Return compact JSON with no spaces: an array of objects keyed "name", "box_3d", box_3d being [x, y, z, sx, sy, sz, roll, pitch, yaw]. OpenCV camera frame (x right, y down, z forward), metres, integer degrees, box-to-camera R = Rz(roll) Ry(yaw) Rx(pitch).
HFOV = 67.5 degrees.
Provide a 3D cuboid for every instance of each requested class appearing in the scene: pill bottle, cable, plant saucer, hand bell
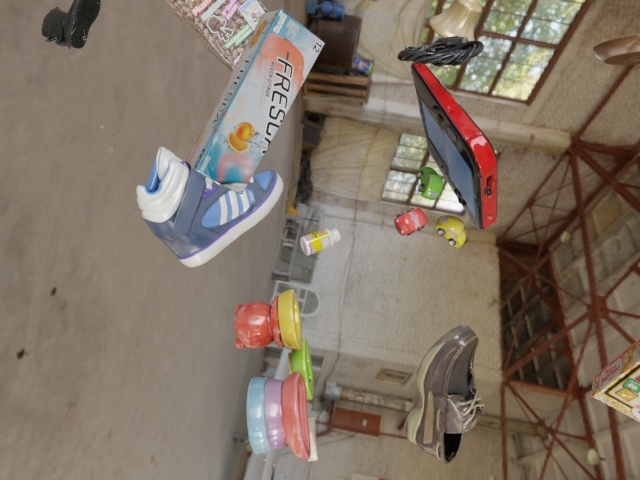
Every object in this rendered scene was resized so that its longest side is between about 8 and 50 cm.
[{"name":"pill bottle","box_3d":[0.000,0.000,1.045,0.043,0.083,0.044,53,-26,39]},{"name":"cable","box_3d":[0.267,-0.417,1.077,0.151,0.184,0.047,-84,168,-55]},{"name":"plant saucer","box_3d":[0.771,-0.459,1.162,0.198,0.198,0.036,-75,165,-81]},{"name":"hand bell","box_3d":[0.365,-0.586,1.099,0.242,0.126,0.126,119,-13,-46]}]

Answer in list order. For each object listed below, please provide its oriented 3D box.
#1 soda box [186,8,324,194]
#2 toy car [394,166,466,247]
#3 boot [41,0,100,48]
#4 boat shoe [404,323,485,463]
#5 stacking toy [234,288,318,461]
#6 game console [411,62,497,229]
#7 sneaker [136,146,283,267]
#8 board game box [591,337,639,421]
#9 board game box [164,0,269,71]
[{"name":"soda box","box_3d":[-0.072,-0.146,0.511,0.183,0.058,0.063,-61,-149,7]},{"name":"toy car","box_3d":[0.301,-0.105,1.285,0.053,0.238,0.225,-32,-128,54]},{"name":"boot","box_3d":[-0.476,-0.424,0.909,0.045,0.099,0.121,13,101,-61]},{"name":"boat shoe","box_3d":[0.275,0.322,0.981,0.132,0.130,0.356,-25,134,-32]},{"name":"stacking toy","box_3d":[-0.092,0.287,0.958,0.280,0.130,0.309,79,4,-50]},{"name":"game console","box_3d":[0.340,-0.227,1.233,0.342,0.060,0.386,62,5,30]},{"name":"sneaker","box_3d":[-0.239,-0.123,1.038,0.323,0.130,0.236,-46,125,-27]},{"name":"board game box","box_3d":[0.525,0.207,0.704,0.045,0.146,0.194,-49,163,-44]},{"name":"board game box","box_3d":[-0.242,-0.526,1.066,0.141,0.291,0.232,-45,-141,3]}]
